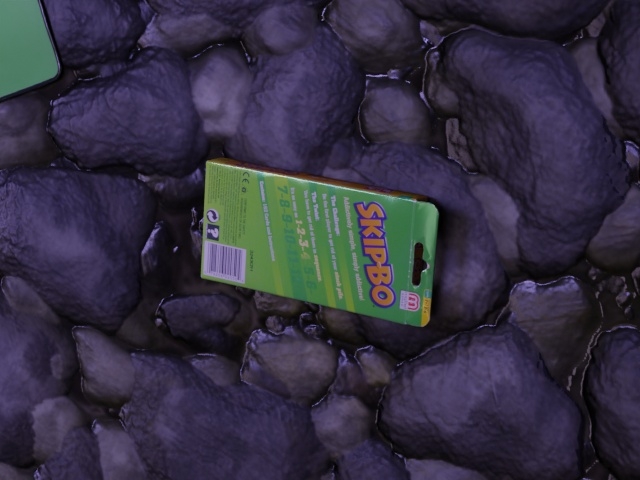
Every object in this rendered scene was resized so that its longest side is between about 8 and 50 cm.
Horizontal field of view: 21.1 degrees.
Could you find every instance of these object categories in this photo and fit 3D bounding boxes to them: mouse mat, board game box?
[{"bbox_3d":[-0.359,-0.245,1.850,0.152,0.007,0.190,-15,92,31],"label":"mouse mat"},{"bbox_3d":[0.000,0.000,1.678,0.259,0.039,0.124,13,107,30],"label":"board game box"}]
